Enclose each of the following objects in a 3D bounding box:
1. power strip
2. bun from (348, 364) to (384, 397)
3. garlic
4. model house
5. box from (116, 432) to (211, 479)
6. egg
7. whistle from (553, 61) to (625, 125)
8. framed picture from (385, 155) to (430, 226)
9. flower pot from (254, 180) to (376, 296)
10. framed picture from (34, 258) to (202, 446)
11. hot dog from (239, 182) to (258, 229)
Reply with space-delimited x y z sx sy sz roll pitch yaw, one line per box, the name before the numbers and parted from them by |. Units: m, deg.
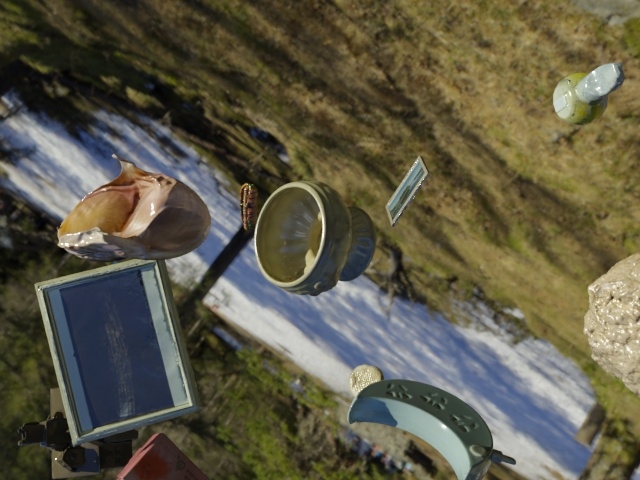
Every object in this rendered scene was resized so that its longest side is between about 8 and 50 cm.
power strip | 0.179 0.294 1.113 0.253 0.167 0.054 24 116 27
bun | 0.106 0.322 1.612 0.086 0.086 0.055 30 178 20
garlic | -0.208 -0.021 0.768 0.174 0.099 0.124 -4 160 29
model house | -0.571 0.443 1.671 0.243 0.211 0.204 2 163 -32
box | -0.274 0.435 1.275 0.156 0.111 0.060 44 147 -3
egg | 0.636 0.164 1.332 0.310 0.279 0.279 51 160 -12
whistle | 0.599 -0.328 1.570 0.123 0.123 0.223 37 162 -3
framed picture | 0.197 -0.113 1.623 0.011 0.149 0.109 26 -158 -15
flower pot | 0.000 0.000 1.923 0.244 0.308 0.307 8 -174 -43
framed picture | -0.354 0.188 1.252 0.018 0.231 0.293 159 97 -81
hot dog | -0.166 -0.077 1.634 0.049 0.037 0.122 25 128 31
